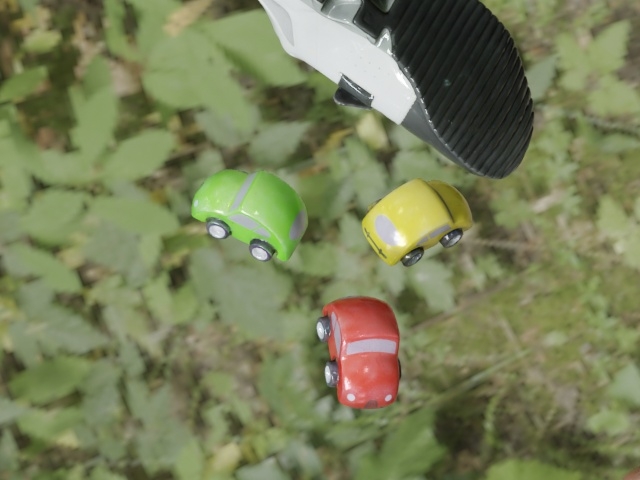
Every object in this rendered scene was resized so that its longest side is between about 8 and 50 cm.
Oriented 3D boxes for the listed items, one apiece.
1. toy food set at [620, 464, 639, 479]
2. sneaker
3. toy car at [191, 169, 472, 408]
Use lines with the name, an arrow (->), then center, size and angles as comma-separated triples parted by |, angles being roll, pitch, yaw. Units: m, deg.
toy food set -> 0.325, 0.216, 1.676 | 0.071, 0.218, 0.128 | 38, 117, 10
sneaker -> 0.049, -0.177, 1.571 | 0.330, 0.122, 0.146 | 44, 157, -23
toy car -> 0.000, 0.000, 1.509 | 0.225, 0.239, 0.053 | 26, 146, 2
